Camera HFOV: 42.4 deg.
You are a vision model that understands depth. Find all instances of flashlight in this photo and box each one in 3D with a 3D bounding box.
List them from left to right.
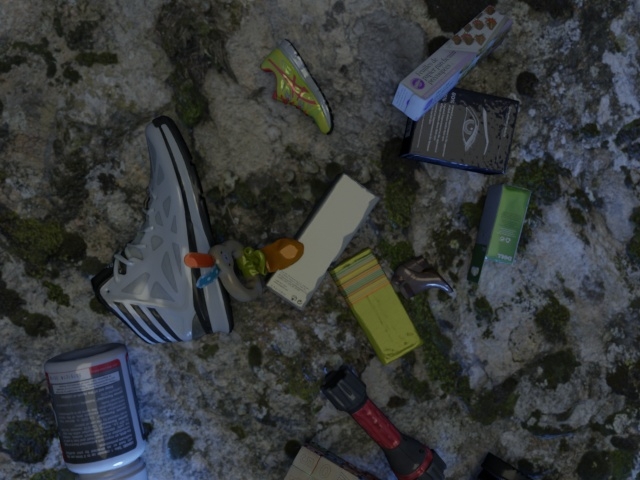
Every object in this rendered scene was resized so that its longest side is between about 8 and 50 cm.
[{"bbox_3d":[0.129,0.392,1.697,0.103,0.103,0.304,-35,102,32],"label":"flashlight"}]

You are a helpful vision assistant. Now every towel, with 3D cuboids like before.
[{"bbox_3d":[0.117,0.139,1.731,0.102,0.021,0.237,-29,96,3],"label":"towel"}]

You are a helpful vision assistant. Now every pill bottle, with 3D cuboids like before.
[{"bbox_3d":[-0.435,0.358,1.624,0.161,0.161,0.283,-11,93,-4],"label":"pill bottle"}]

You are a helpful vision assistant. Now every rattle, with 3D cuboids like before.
[{"bbox_3d":[-0.136,0.039,1.523,0.142,0.199,0.130,-7,70,25],"label":"rattle"}]

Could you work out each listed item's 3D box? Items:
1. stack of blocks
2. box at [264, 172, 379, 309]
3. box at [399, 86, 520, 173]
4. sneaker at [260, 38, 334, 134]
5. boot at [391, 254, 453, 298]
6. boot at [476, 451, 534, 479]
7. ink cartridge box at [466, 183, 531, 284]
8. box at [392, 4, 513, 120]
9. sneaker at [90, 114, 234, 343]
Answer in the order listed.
[{"bbox_3d":[0.084,0.520,1.665,0.297,0.171,0.087,28,84,12],"label":"stack of blocks"},{"bbox_3d":[0.000,0.000,1.667,0.094,0.113,0.275,35,91,-6],"label":"box"},{"bbox_3d":[0.281,-0.225,1.679,0.207,0.108,0.153,12,91,-6],"label":"box"},{"bbox_3d":[-0.047,-0.296,1.670,0.094,0.081,0.209,-32,89,5],"label":"sneaker"},{"bbox_3d":[0.209,0.091,1.728,0.087,0.042,0.118,-43,94,5],"label":"boot"},{"bbox_3d":[0.419,0.637,1.721,0.348,0.131,0.260,32,83,5],"label":"boot"},{"bbox_3d":[0.365,-0.008,1.697,0.062,0.109,0.209,14,92,-4],"label":"ink cartridge box"},{"bbox_3d":[0.263,-0.352,1.615,0.063,0.067,0.324,39,58,13],"label":"box"},{"bbox_3d":[-0.339,-0.004,1.609,0.257,0.169,0.448,-14,96,-6],"label":"sneaker"}]
